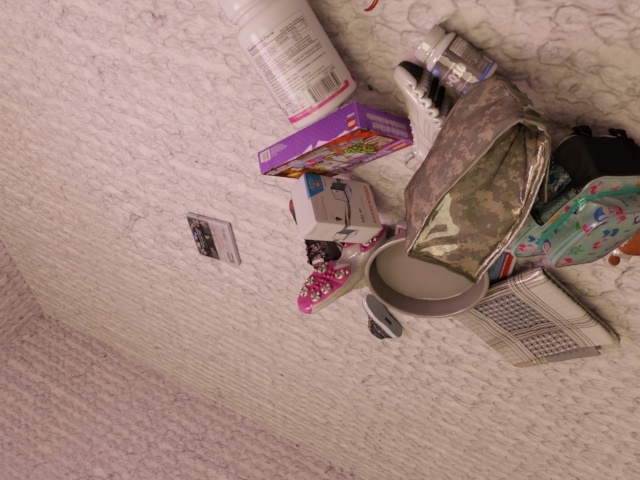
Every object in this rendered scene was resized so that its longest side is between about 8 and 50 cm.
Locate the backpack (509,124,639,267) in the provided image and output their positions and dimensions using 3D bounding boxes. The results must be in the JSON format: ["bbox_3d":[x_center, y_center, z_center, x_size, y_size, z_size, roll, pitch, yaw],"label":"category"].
[{"bbox_3d":[0.459,-0.058,0.871,0.253,0.225,0.191,-53,49,54],"label":"backpack"}]

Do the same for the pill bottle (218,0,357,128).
[{"bbox_3d":[-0.064,-0.384,0.950,0.160,0.160,0.283,-17,116,42],"label":"pill bottle"}]

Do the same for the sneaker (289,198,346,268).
[{"bbox_3d":[0.000,0.000,1.303,0.098,0.135,0.276,-21,114,46],"label":"sneaker"}]

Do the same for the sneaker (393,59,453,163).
[{"bbox_3d":[0.223,-0.220,0.956,0.118,0.110,0.292,-24,113,39],"label":"sneaker"}]

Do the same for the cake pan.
[{"bbox_3d":[0.257,0.081,1.163,0.293,0.054,0.293,8,135,8],"label":"cake pan"}]

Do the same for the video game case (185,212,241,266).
[{"bbox_3d":[-0.366,-0.002,1.628,0.173,0.022,0.190,14,136,21],"label":"video game case"}]

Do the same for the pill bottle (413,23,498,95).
[{"bbox_3d":[0.245,-0.327,0.867,0.137,0.078,0.078,35,139,0],"label":"pill bottle"}]

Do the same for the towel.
[{"bbox_3d":[0.525,0.217,1.201,0.324,0.056,0.312,38,140,-15],"label":"towel"}]

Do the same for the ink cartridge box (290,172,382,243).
[{"bbox_3d":[0.037,-0.074,1.135,0.191,0.139,0.082,3,149,-30],"label":"ink cartridge box"}]

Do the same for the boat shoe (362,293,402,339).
[{"bbox_3d":[0.170,0.245,1.479,0.083,0.065,0.183,-22,116,43],"label":"boat shoe"}]

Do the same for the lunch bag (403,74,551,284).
[{"bbox_3d":[0.269,-0.116,0.802,0.169,0.235,0.287,21,124,-6],"label":"lunch bag"}]

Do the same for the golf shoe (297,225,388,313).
[{"bbox_3d":[0.076,0.096,1.234,0.115,0.306,0.140,31,159,51],"label":"golf shoe"}]

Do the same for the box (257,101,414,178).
[{"bbox_3d":[0.032,-0.203,1.043,0.293,0.201,0.057,-16,80,42],"label":"box"}]

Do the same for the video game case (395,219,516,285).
[{"bbox_3d":[0.327,0.054,1.193,0.285,0.025,0.204,14,142,17],"label":"video game case"}]

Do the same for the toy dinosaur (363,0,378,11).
[{"bbox_3d":[0.122,-0.454,0.837,0.047,0.090,0.082,23,172,-10],"label":"toy dinosaur"}]

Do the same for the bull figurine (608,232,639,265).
[{"bbox_3d":[0.659,-0.042,0.855,0.189,0.101,0.310,17,139,14],"label":"bull figurine"}]
